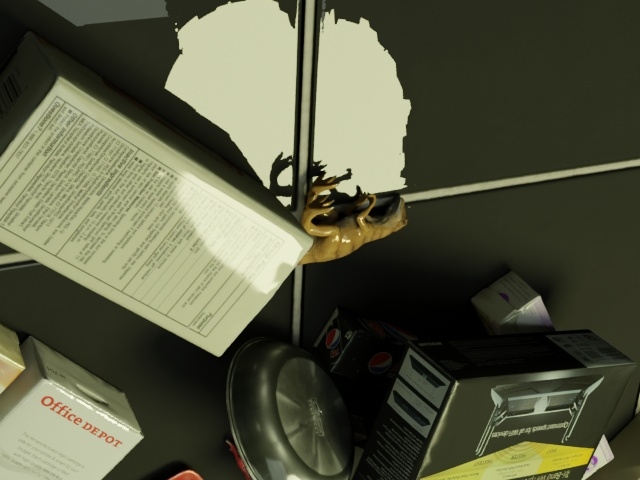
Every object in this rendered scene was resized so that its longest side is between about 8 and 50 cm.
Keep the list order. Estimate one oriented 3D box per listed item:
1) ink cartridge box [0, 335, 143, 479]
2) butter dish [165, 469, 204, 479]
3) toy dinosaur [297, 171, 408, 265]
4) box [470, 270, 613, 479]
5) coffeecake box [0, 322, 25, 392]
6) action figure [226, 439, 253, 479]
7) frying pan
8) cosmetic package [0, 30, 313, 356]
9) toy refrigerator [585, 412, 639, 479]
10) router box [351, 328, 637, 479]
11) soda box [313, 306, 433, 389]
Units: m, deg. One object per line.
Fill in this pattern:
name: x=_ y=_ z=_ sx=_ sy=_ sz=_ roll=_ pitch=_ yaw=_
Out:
ink cartridge box: x=-0.297 y=0.211 z=1.180 sx=0.191 sy=0.082 sz=0.139 roll=-46 pitch=127 yaw=4
butter dish: x=-0.166 y=0.365 z=1.311 sx=0.160 sy=0.118 sz=0.160 roll=-31 pitch=126 yaw=-5
toy dinosaur: x=0.000 y=0.000 z=1.203 sx=0.211 sy=0.064 sz=0.112 roll=-22 pitch=127 yaw=-11
box: x=0.274 y=0.173 z=1.434 sx=0.063 sy=0.067 sz=0.324 roll=-34 pitch=128 yaw=-4
coffeecake box: x=-0.394 y=0.133 z=1.096 sx=0.185 sy=0.068 sz=0.142 roll=-45 pitch=127 yaw=6
action figure: x=-0.028 y=0.303 z=1.368 sx=0.091 sy=0.139 sz=0.280 roll=-26 pitch=149 yaw=-12
frying pan: x=0.015 y=0.224 z=1.268 sx=0.053 sy=0.197 sz=0.326 roll=-26 pitch=132 yaw=29
cosmetic package: x=-0.173 y=-0.037 z=1.060 sx=0.296 sy=0.129 sz=0.153 roll=35 pitch=99 yaw=-35
toy refrigerator: x=0.442 y=0.305 z=1.578 sx=0.269 sy=0.094 sz=0.102 roll=-47 pitch=120 yaw=6
router box: x=0.184 y=0.224 z=1.289 sx=0.309 sy=0.081 sz=0.243 roll=2 pitch=117 yaw=-41
soda box: x=0.079 y=0.131 z=1.325 sx=0.169 sy=0.053 sz=0.060 roll=21 pitch=108 yaw=-34
